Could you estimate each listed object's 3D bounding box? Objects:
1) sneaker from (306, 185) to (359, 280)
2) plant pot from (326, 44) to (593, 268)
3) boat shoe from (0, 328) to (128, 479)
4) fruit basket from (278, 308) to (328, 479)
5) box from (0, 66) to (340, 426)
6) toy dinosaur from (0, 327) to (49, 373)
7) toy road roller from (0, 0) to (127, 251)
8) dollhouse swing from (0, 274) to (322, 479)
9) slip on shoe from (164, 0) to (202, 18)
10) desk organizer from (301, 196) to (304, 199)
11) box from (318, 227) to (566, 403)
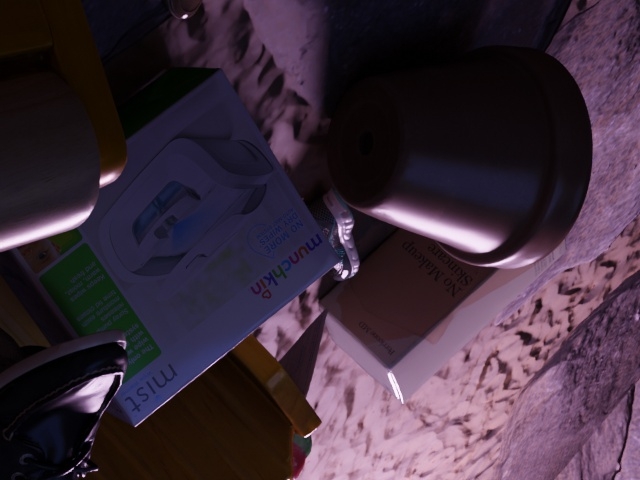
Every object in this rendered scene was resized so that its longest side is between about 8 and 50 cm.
[{"bbox_3d":[0.000,0.000,2.135,0.076,0.065,0.166,-25,146,-9],"label":"sneaker"},{"bbox_3d":[0.138,-0.104,2.020,0.229,0.263,0.263,5,125,-35],"label":"plant pot"},{"bbox_3d":[-0.253,0.188,1.574,0.127,0.113,0.340,-6,157,-43],"label":"boat shoe"},{"bbox_3d":[-0.086,0.291,2.106,0.353,0.165,0.327,-43,-156,48],"label":"fruit basket"},{"bbox_3d":[-0.157,0.002,1.688,0.262,0.127,0.231,-38,111,-18],"label":"box"},{"bbox_3d":[-0.342,0.100,1.561,0.313,0.160,0.121,29,67,-25],"label":"toy dinosaur"},{"bbox_3d":[-0.306,-0.131,1.220,0.202,0.329,0.241,-19,178,-43],"label":"toy road roller"},{"bbox_3d":[-0.224,0.175,1.797,0.347,0.315,0.305,-42,164,-10],"label":"dollhouse swing"},{"bbox_3d":[-0.104,-0.255,1.630,0.051,0.041,0.135,-15,139,-47],"label":"slip on shoe"},{"bbox_3d":[-0.077,-0.043,1.957,0.130,0.047,0.050,6,119,-59],"label":"desk organizer"},{"bbox_3d":[0.161,0.047,2.329,0.311,0.148,0.121,-43,153,-12],"label":"box"}]
